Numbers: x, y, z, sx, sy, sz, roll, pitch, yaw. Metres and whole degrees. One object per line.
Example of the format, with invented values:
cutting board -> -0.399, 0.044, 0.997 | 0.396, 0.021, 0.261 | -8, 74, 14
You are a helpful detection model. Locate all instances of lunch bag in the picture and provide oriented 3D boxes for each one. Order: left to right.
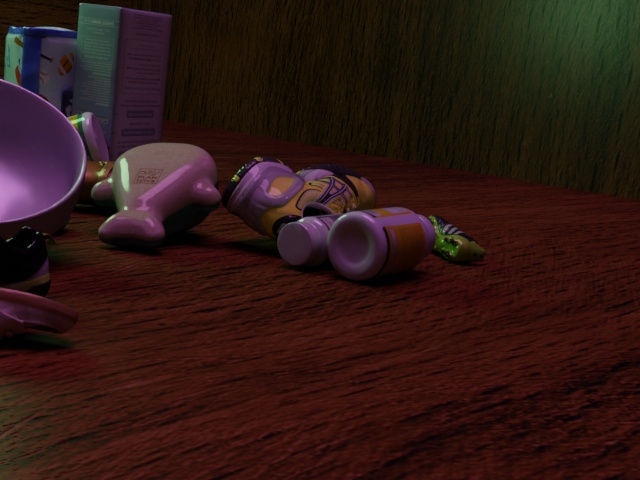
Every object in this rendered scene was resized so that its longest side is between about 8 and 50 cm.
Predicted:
lunch bag -> -0.581, -0.301, 2.259 | 0.238, 0.328, 0.385 | 4, 8, -3

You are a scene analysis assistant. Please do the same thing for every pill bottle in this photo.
pill bottle -> -0.532, -0.171, 2.027 | 0.208, 0.118, 0.117 | -15, 10, 0
pill bottle -> 0.000, 0.000, 1.591 | 0.078, 0.078, 0.137 | 13, 12, 34
pill bottle -> 0.099, 0.002, 1.566 | 0.103, 0.103, 0.184 | 13, 11, 34

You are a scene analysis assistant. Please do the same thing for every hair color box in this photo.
hair color box -> -0.421, -0.296, 2.167 | 0.113, 0.375, 0.185 | 11, 11, 24

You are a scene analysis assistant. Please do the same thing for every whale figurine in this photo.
whale figurine -> -0.263, -0.050, 1.663 | 0.216, 0.141, 0.272 | 2, 33, 8

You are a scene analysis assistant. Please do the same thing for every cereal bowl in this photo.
cereal bowl -> -0.501, -0.086, 1.423 | 0.339, 0.141, 0.339 | 17, 36, -13

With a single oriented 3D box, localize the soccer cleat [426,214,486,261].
soccer cleat -> 0.229, 0.002, 1.808 | 0.072, 0.060, 0.179 | 13, 14, -19

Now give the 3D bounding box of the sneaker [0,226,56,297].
sneaker -> -0.402, 0.023, 1.148 | 0.084, 0.097, 0.234 | 13, 12, 37

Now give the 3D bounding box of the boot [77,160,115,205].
boot -> -0.412, -0.098, 1.852 | 0.220, 0.109, 0.283 | 8, -2, 31

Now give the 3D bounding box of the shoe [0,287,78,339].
shoe -> -0.355, 0.074, 1.038 | 0.219, 0.058, 0.076 | 9, -10, -4

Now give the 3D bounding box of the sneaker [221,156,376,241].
sneaker -> -0.011, -0.043, 1.780 | 0.147, 0.145, 0.384 | 46, 26, 24

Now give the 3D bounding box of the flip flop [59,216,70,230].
flip flop -> -0.487, -0.050, 1.572 | 0.112, 0.080, 0.277 | 12, 11, 30
